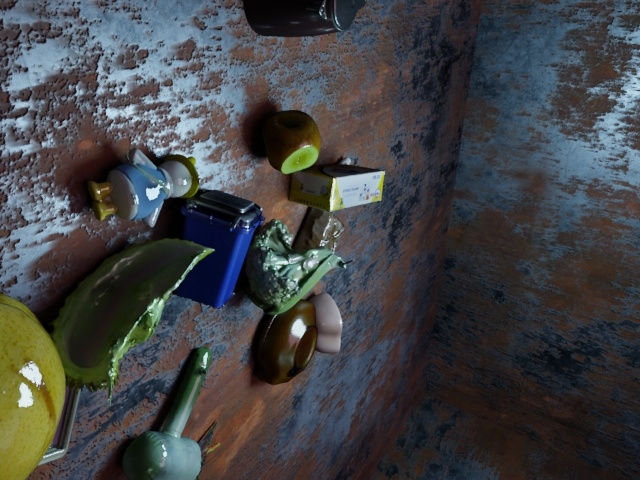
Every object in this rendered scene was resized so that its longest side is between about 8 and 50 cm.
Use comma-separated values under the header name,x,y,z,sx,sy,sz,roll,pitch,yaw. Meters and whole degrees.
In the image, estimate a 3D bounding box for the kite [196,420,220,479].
name,x,y,z,sx,sy,sz,roll,pitch,yaw
kite,-0.333,0.601,1.406,0.159,0.010,0.190,18,91,-63

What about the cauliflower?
name,x,y,z,sx,sy,sz,roll,pitch,yaw
cauliflower,-0.068,0.075,1.337,0.315,0.239,0.257,-17,135,-4

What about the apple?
name,x,y,z,sx,sy,sz,roll,pitch,yaw
apple,-0.070,-0.246,1.263,0.146,0.163,0.147,-11,138,-12

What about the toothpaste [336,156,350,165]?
name,x,y,z,sx,sy,sz,roll,pitch,yaw
toothpaste,0.031,-0.196,1.611,0.218,0.033,0.052,-51,147,-28

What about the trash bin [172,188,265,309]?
name,x,y,z,sx,sy,sz,roll,pitch,yaw
trash bin,-0.234,0.020,1.096,0.184,0.162,0.235,-61,169,-74

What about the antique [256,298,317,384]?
name,x,y,z,sx,sy,sz,roll,pitch,yaw
antique,-0.098,0.317,1.549,0.223,0.128,0.279,28,82,-63

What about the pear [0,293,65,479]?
name,x,y,z,sx,sy,sz,roll,pitch,yaw
pear,-0.490,0.212,0.638,0.314,0.314,0.315,-36,135,-48

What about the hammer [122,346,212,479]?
name,x,y,z,sx,sy,sz,roll,pitch,yaw
hammer,-0.337,0.426,1.218,0.336,0.118,0.206,-70,154,-19

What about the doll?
name,x,y,z,sx,sy,sz,roll,pitch,yaw
doll,-0.323,-0.106,0.958,0.241,0.098,0.135,-33,93,-51

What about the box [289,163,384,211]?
name,x,y,z,sx,sy,sz,roll,pitch,yaw
box,0.053,-0.165,1.492,0.265,0.168,0.097,-15,115,-47

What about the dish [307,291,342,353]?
name,x,y,z,sx,sy,sz,roll,pitch,yaw
dish,-0.011,0.289,1.690,0.090,0.213,0.214,-6,114,-24

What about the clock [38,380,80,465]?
name,x,y,z,sx,sy,sz,roll,pitch,yaw
clock,-0.510,0.298,0.867,0.146,0.071,0.192,8,98,-61

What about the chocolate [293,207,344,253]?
name,x,y,z,sx,sy,sz,roll,pitch,yaw
chocolate,0.000,0.000,1.585,0.214,0.093,0.148,-66,155,-8

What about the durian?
name,x,y,z,sx,sy,sz,roll,pitch,yaw
durian,-0.357,0.120,0.910,0.157,0.169,0.356,50,45,-26

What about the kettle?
name,x,y,z,sx,sy,sz,roll,pitch,yaw
kettle,-0.023,-0.532,1.121,0.202,0.232,0.144,-37,136,-48
